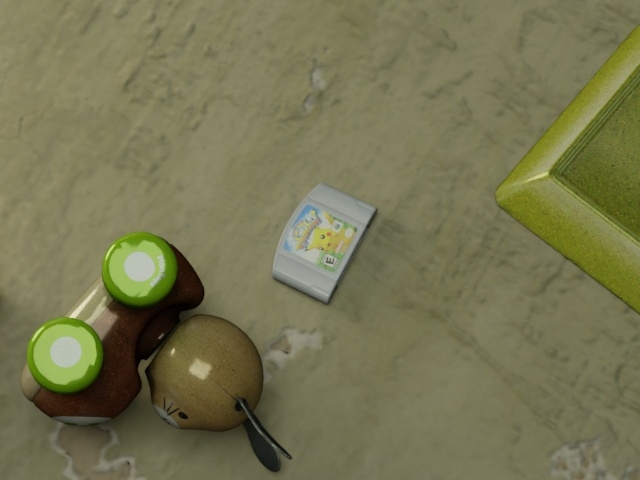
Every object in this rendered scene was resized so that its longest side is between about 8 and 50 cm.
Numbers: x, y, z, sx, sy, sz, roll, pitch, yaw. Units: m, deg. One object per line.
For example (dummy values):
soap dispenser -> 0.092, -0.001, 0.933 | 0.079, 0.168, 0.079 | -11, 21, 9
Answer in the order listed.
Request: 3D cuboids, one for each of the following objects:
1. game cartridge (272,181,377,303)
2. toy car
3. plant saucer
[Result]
game cartridge -> 0.000, 0.000, 1.487 | 0.056, 0.017, 0.083 | 24, 76, 14
toy car -> -0.100, 0.102, 1.401 | 0.188, 0.155, 0.149 | 40, 79, 1
plant saucer -> 0.257, -0.051, 1.470 | 0.188, 0.045, 0.188 | 38, 79, 14
